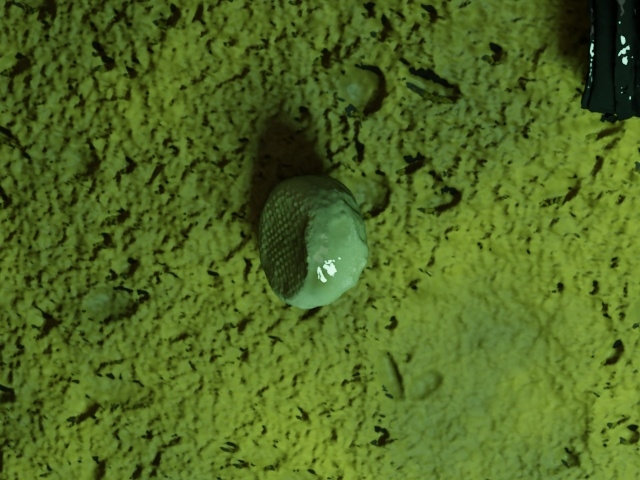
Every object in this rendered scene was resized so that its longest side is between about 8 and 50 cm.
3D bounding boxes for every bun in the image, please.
[{"bbox_3d":[0.000,0.000,0.496,0.055,0.086,0.086,-1,107,-29],"label":"bun"}]

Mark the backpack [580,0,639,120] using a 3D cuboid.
[{"bbox_3d":[0.198,-0.146,0.428,0.106,0.120,0.165,-11,104,-16],"label":"backpack"}]
